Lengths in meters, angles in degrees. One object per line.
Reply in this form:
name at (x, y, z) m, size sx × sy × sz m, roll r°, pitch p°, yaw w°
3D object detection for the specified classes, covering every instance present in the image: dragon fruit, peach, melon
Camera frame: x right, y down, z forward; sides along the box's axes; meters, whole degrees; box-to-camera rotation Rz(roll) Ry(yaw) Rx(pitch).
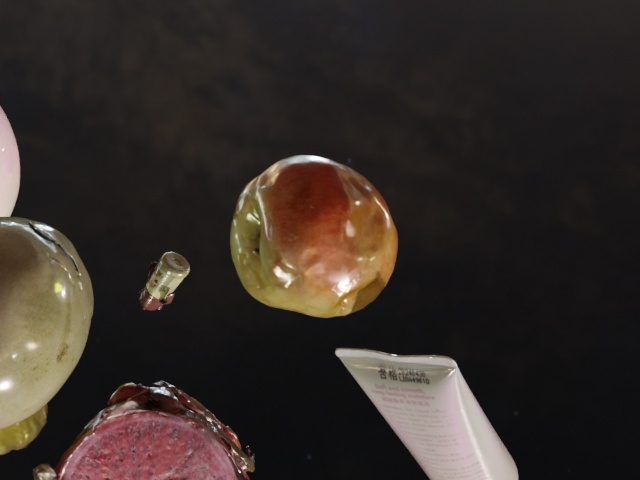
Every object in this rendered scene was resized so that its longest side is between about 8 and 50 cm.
dragon fruit at (-0.260, 0.374, 1.481) m, size 0.296 × 0.314 × 0.263 m, roll -41°, pitch -169°, yaw -7°
peach at (0.000, 0.000, 1.277) m, size 0.235 × 0.214 × 0.214 m, roll 14°, pitch -147°, yaw -36°
melon at (-0.452, 0.108, 1.310) m, size 0.268 × 0.269 × 0.330 m, roll 7°, pitch -143°, yaw 8°

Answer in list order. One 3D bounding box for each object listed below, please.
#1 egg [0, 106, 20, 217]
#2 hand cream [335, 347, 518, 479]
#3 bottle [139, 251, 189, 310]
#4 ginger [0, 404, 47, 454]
egg at (-0.738, -0.185, 1.767) m, size 0.354 × 0.340 × 0.355 m, roll 8°, pitch -129°, yaw -10°
hand cream at (0.171, 0.261, 1.360) m, size 0.185 × 0.359 × 0.118 m, roll 2°, pitch -130°, yaw 38°
bottle at (-0.238, 0.067, 1.435) m, size 0.047 × 0.101 × 0.063 m, roll 23°, pitch -147°, yaw -27°
ginger at (-0.559, 0.281, 1.496) m, size 0.353 × 0.126 × 0.190 m, roll -13°, pitch -150°, yaw 31°
